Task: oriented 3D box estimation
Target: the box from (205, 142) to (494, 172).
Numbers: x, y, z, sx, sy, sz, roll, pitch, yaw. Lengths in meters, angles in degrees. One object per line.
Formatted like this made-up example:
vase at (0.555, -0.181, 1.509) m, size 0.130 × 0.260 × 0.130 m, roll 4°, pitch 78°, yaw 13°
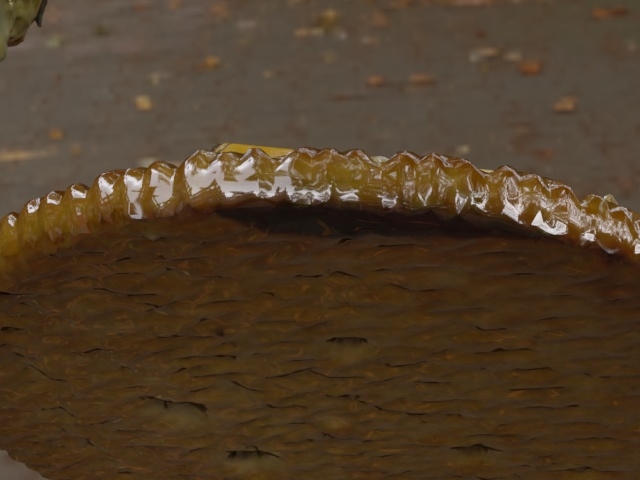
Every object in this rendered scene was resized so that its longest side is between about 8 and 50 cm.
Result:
box at (0.000, 0.001, 1.231) m, size 0.237 × 0.070 × 0.152 m, roll 9°, pitch 30°, yaw 25°

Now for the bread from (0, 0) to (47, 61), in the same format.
bread at (-0.292, -0.272, 1.062) m, size 0.324 × 0.277 × 0.167 m, roll 22°, pitch 45°, yaw 12°

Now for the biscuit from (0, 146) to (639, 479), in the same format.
biscuit at (0.012, 0.048, 0.654) m, size 0.305 × 0.038 × 0.305 m, roll 4°, pitch -29°, yaw 2°
